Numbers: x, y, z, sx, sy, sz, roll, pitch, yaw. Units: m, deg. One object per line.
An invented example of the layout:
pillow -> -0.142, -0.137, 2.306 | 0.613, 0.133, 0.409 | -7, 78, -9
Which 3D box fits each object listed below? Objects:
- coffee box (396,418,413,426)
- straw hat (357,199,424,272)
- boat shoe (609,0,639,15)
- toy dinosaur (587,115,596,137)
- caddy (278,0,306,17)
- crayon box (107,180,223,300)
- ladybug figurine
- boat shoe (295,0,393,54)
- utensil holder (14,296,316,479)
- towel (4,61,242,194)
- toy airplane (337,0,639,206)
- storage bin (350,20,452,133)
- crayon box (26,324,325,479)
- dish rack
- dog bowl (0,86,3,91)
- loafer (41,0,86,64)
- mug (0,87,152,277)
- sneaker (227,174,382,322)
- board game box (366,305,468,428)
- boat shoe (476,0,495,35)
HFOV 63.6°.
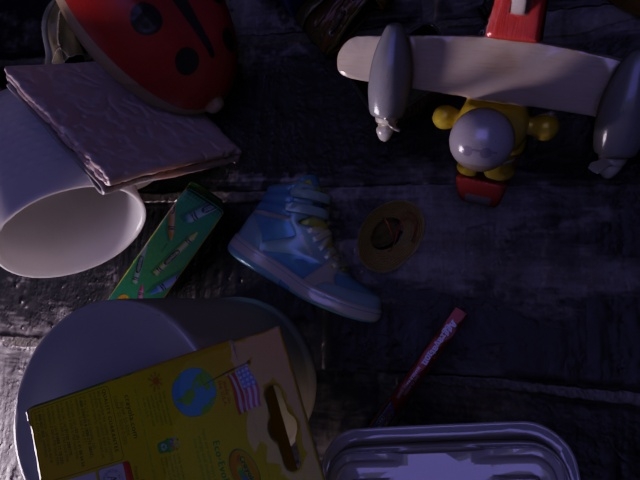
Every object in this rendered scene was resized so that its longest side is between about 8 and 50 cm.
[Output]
coffee box -> 0.171, 0.509, 0.707 | 0.338, 0.338, 0.334 | 27, 89, 17
straw hat -> 0.113, -0.016, 0.938 | 0.144, 0.145, 0.061 | -56, 35, 2
boat shoe -> 0.501, -0.521, 0.879 | 0.123, 0.123, 0.342 | -41, 68, 8
toy dinosaur -> 0.569, -0.190, 0.804 | 0.219, 0.164, 0.321 | 7, 62, 0
caddy -> -0.031, -0.566, 0.930 | 0.241, 0.341, 0.179 | -39, 92, 7
crayon box -> -0.295, 0.024, 0.987 | 0.081, 0.165, 0.278 | 35, 93, -15
ladybug figurine -> -0.311, -0.449, 0.978 | 0.305, 0.162, 0.449 | -45, 107, -30
boat shoe -> 0.099, -0.487, 0.997 | 0.307, 0.111, 0.104 | -40, 84, 16
utensil holder -> -0.214, 0.245, 0.828 | 0.328, 0.385, 0.327 | -2, 81, 15
towel -> -0.367, -0.234, 0.997 | 0.332, 0.317, 0.053 | 44, 129, 16
toy airplane -> 0.259, -0.217, 0.734 | 0.384, 0.386, 0.272 | 43, 52, -17
storage bin -> 0.160, -0.297, 0.957 | 0.180, 0.084, 0.122 | -32, 75, 8
crayon box -> -0.149, 0.234, 0.568 | 0.319, 0.081, 0.202 | -20, 78, 12
dish rack -> 0.138, 0.366, 0.527 | 0.286, 0.072, 0.332 | -8, 77, 15
dog bowl -> -0.933, -0.284, 1.224 | 0.409, 0.150, 0.407 | -2, 82, 14
loafer -> -0.572, -0.426, 1.181 | 0.088, 0.094, 0.250 | 1, 91, 10
mug -> -0.502, -0.156, 1.048 | 0.374, 0.276, 0.328 | -25, 66, -20
sneaker -> 0.000, 0.000, 0.939 | 0.319, 0.127, 0.208 | 28, 92, 16
board game box -> 0.151, 0.229, 0.854 | 0.027, 0.145, 0.281 | 36, 93, 15
boat shoe -> 0.319, -0.406, 0.937 | 0.076, 0.080, 0.228 | 23, 96, 16
